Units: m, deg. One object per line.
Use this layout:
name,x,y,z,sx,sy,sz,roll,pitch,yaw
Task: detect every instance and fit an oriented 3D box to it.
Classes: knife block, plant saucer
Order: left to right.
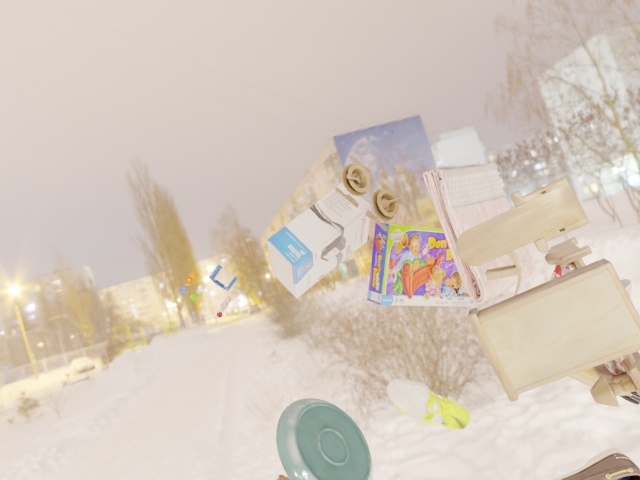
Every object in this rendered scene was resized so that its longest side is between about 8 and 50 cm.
plant saucer,0.025,0.560,1.519,0.043,0.317,0.318,-47,-19,30
knife block,0.937,0.456,1.820,0.276,0.242,0.088,-19,-13,-18

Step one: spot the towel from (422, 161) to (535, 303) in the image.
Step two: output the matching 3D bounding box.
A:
towel,0.393,-0.034,1.349,0.053,0.316,0.332,-24,-7,40

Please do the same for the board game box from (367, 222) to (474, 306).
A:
board game box,0.317,0.075,1.691,0.347,0.233,0.078,4,4,-27

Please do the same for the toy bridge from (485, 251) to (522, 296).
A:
toy bridge,0.342,0.060,1.057,0.063,0.188,0.026,-14,10,28

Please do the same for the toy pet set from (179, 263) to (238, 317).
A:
toy pet set,-0.269,0.116,1.401,0.114,0.122,0.065,-55,10,-17

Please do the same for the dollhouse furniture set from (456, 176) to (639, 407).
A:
dollhouse furniture set,0.319,0.078,0.820,0.174,0.303,0.355,-27,-4,17

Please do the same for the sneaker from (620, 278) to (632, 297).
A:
sneaker,0.892,0.178,1.709,0.134,0.070,0.051,-30,30,-19

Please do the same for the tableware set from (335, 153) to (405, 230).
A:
tableware set,0.135,-0.127,1.444,0.039,0.194,0.128,-23,37,49

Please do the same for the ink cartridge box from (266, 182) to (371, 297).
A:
ink cartridge box,0.000,0.000,1.713,0.307,0.129,0.223,-38,-23,-19

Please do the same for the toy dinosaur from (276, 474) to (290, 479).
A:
toy dinosaur,-0.053,0.665,1.484,0.212,0.064,0.112,9,29,36

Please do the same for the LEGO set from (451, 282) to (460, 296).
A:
LEGO set,0.337,0.109,1.302,0.083,0.054,0.023,0,-35,-14

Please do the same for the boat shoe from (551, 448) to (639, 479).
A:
boat shoe,0.692,0.676,1.486,0.324,0.116,0.097,-33,13,1

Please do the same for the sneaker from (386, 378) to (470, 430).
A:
sneaker,0.262,0.425,1.464,0.240,0.091,0.126,29,-14,-9

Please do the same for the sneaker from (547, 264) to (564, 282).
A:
sneaker,0.623,0.107,1.516,0.067,0.118,0.042,-5,3,19
